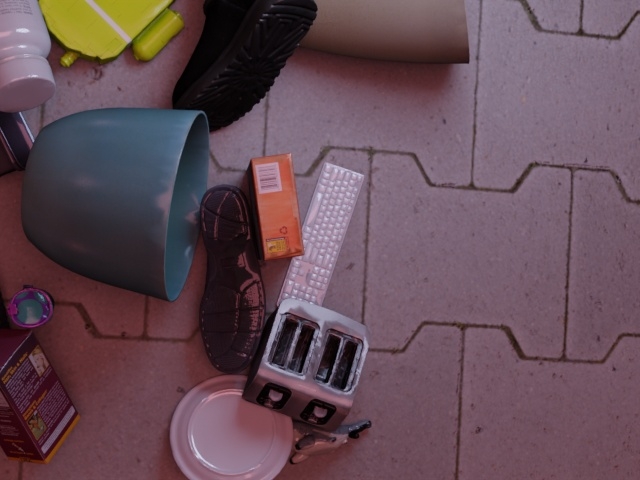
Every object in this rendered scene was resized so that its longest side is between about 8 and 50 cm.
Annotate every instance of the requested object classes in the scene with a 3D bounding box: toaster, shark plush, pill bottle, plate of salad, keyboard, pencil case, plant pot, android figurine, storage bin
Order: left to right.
[{"bbox_3d":[-0.511,-0.159,1.891,0.091,0.098,0.135,-24,94,17],"label":"storage bin"},{"bbox_3d":[-0.485,-0.318,1.840,0.131,0.131,0.229,-18,72,-11],"label":"pill bottle"},{"bbox_3d":[-0.446,0.103,1.859,0.070,0.151,0.064,7,85,-11],"label":"pencil case"},{"bbox_3d":[-0.341,-0.397,1.939,0.248,0.056,0.273,43,80,-8],"label":"android figurine"},{"bbox_3d":[-0.314,-0.068,1.831,0.235,0.293,0.293,9,87,3],"label":"plant pot"},{"bbox_3d":[-0.144,0.315,1.954,0.200,0.048,0.200,2,65,-4],"label":"plate of salad"},{"bbox_3d":[-0.016,0.194,1.941,0.168,0.110,0.186,22,64,-7],"label":"toaster"},{"bbox_3d":[0.000,0.000,2.018,0.072,0.014,0.256,19,85,-10],"label":"keyboard"},{"bbox_3d":[0.006,0.313,1.994,0.161,0.073,0.067,-14,60,-5],"label":"shark plush"},{"bbox_3d":[0.090,-0.393,1.945,0.274,0.256,0.256,-8,90,5],"label":"plant pot"}]

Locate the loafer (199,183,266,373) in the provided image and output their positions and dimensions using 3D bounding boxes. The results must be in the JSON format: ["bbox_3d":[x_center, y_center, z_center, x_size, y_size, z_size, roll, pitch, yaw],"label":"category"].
[{"bbox_3d":[-0.138,0.060,1.953,0.109,0.095,0.302,-2,93,8],"label":"loafer"}]

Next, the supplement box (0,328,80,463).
[{"bbox_3d":[-0.455,0.237,1.831,0.104,0.081,0.188,-60,140,-45],"label":"supplement box"}]

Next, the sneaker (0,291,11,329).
[{"bbox_3d":[-0.561,0.149,1.878,0.131,0.112,0.319,-8,96,17],"label":"sneaker"}]

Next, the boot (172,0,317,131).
[{"bbox_3d":[-0.156,-0.361,1.926,0.131,0.348,0.260,5,48,-47],"label":"boot"}]

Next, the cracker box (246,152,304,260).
[{"bbox_3d":[-0.073,-0.048,1.892,0.067,0.232,0.156,-8,89,-4],"label":"cracker box"}]
